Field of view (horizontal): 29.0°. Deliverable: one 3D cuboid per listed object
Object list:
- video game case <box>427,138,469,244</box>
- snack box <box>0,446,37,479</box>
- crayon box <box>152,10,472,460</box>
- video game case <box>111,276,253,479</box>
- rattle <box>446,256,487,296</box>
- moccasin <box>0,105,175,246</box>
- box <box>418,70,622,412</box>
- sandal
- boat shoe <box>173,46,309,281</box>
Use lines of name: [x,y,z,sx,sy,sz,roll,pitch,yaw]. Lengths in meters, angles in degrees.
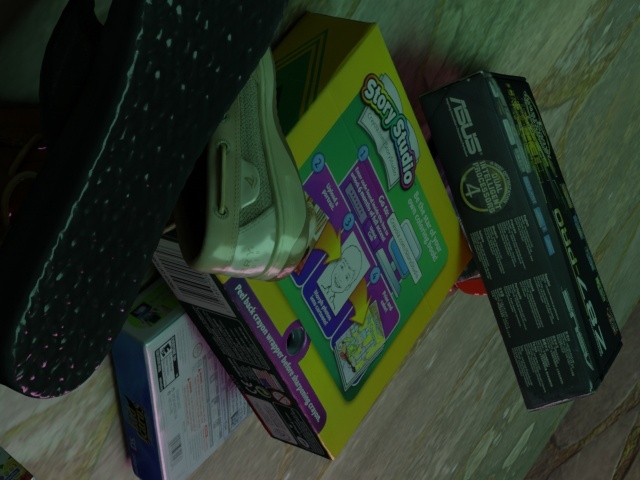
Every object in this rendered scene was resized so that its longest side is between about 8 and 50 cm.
video game case: [0.190,-0.066,1.790,0.196,0.026,0.274,-60,153,2]
snack box: [-0.294,0.237,1.175,0.037,0.100,0.141,-46,151,-23]
crayon box: [0.000,0.000,1.312,0.313,0.106,0.363,-54,138,-26]
video game case: [-0.121,0.121,1.396,0.244,0.061,0.270,-40,147,-34]
rattle: [0.107,0.059,1.575,0.142,0.199,0.130,-41,148,-33]
moccasin: [-0.239,-0.022,0.955,0.380,0.147,0.139,-7,123,-58]
box: [0.259,-0.012,1.557,0.318,0.097,0.395,-15,85,-68]
sandal: [-0.145,-0.109,0.884,0.446,0.107,0.167,-64,156,-8]
boat shoe: [-0.098,-0.104,1.011,0.098,0.302,0.109,3,147,-34]
